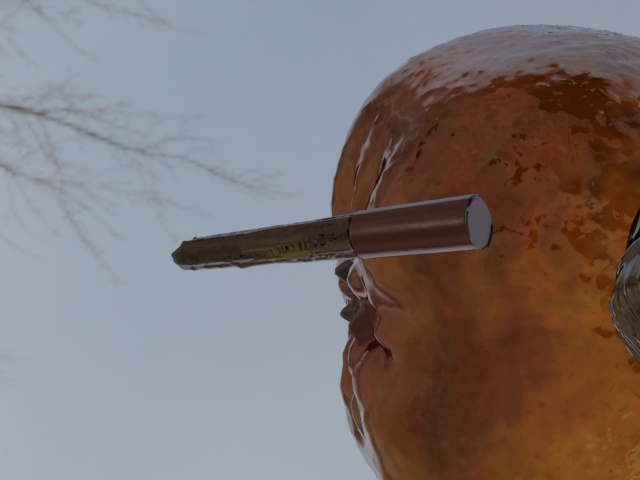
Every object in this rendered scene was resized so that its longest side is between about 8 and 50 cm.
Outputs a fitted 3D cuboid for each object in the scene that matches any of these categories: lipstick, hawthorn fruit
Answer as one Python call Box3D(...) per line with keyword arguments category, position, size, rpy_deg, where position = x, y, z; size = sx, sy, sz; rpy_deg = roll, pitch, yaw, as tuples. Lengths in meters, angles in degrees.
Box3D(category="lipstick", position=(0.000, 0.000, 0.616), size=(0.177, 0.027, 0.027), rpy_deg=(-7, -99, 34))
Box3D(category="hawthorn fruit", position=(0.225, 0.050, 1.006), size=(0.472, 0.472, 0.471), rpy_deg=(-6, -98, 54))

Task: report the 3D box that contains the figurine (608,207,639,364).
Box3D(category="figurine", position=(0.251, 0.084, 0.541), size=(0.315, 0.168, 0.187), rpy_deg=(51, -17, -11))
